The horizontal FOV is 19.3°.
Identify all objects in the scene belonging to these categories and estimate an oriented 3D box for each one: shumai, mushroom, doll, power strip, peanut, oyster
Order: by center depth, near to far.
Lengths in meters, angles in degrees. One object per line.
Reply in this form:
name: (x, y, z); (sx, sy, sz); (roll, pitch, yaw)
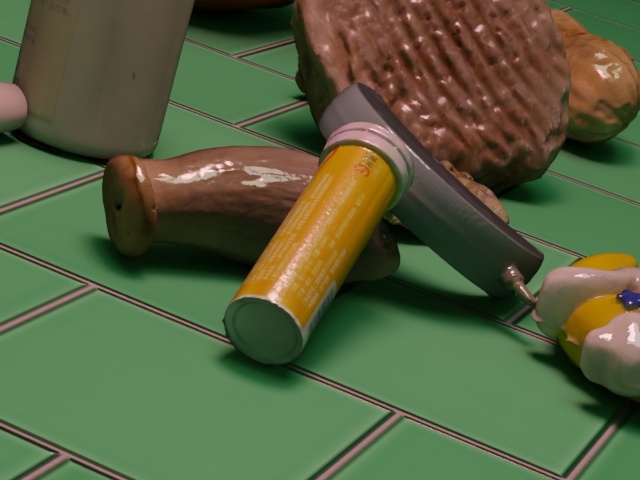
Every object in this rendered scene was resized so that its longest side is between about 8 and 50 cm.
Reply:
doll: (0.291, 0.064, 1.490); (0.252, 0.111, 0.237); (2, 19, -10)
mushroom: (-0.056, -0.025, 1.499); (0.247, 0.108, 0.096); (9, -14, -26)
power strip: (0.093, -0.034, 1.558); (0.253, 0.054, 0.167); (47, 12, 15)
oyster: (0.098, -0.050, 1.732); (0.209, 0.072, 0.133); (3, 25, -37)
shumai: (0.096, -0.167, 1.964); (0.314, 0.267, 0.262); (42, -15, -5)
peanut: (0.290, -0.194, 2.212); (0.130, 0.130, 0.290); (7, 21, -23)

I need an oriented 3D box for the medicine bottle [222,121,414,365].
medicine bottle: (0.000, 0.000, 1.389); (0.074, 0.074, 0.218); (19, 42, 12)

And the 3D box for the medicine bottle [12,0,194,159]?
medicine bottle: (-0.185, -0.211, 1.675); (0.143, 0.258, 0.143); (14, 18, -5)

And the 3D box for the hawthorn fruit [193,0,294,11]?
hawthorn fruit: (-0.137, -0.486, 2.308); (0.472, 0.471, 0.472); (14, 19, -5)

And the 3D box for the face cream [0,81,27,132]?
face cream: (-0.331, -0.110, 1.593); (0.072, 0.051, 0.182); (34, 27, 35)
